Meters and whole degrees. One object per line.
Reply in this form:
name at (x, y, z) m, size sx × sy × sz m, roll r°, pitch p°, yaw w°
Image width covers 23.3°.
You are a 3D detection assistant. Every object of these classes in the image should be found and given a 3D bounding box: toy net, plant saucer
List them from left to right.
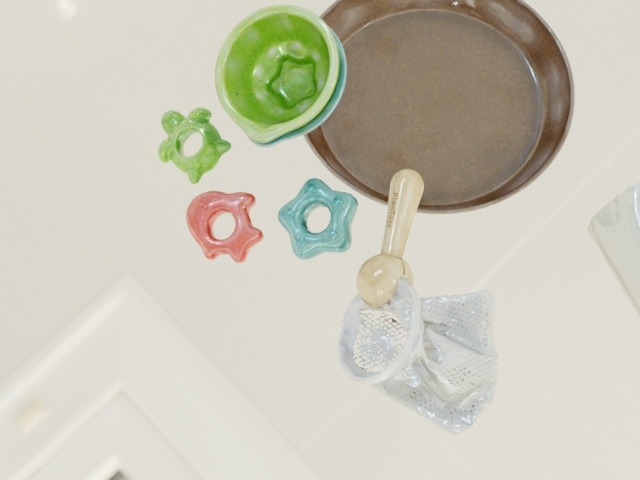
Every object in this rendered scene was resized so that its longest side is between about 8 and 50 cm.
toy net at (0.000, 0.000, 0.772) m, size 0.122 × 0.232 × 0.045 m, roll -33°, pitch 159°, yaw 10°
plant saucer at (0.067, -0.086, 0.935) m, size 0.168 × 0.168 × 0.029 m, roll -39°, pitch 161°, yaw -18°

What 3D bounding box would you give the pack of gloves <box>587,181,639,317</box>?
pack of gloves at (0.199, 0.032, 0.561) m, size 0.046 × 0.232 × 0.195 m, roll 0°, pitch 145°, yaw -40°
